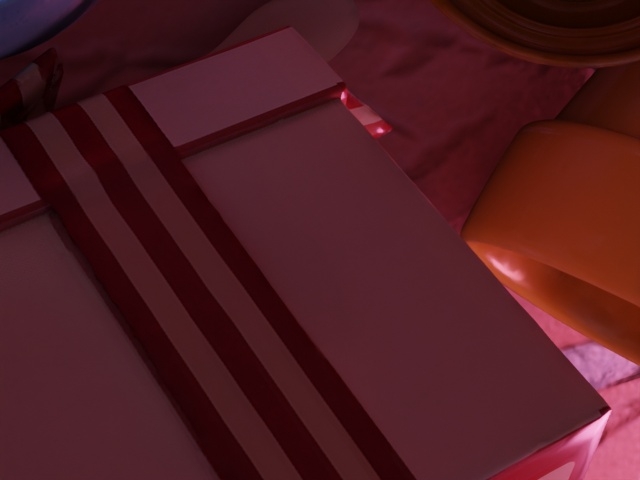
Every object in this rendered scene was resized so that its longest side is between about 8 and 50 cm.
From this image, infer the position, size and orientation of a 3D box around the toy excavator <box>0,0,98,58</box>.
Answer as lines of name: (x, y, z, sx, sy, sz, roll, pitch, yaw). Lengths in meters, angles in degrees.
toy excavator: (-0.100, -0.207, 0.539, 0.445, 0.222, 0.433, 10, 98, -10)

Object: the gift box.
gift box: (-0.048, 0.080, 0.591, 0.276, 0.258, 0.255, -22, 146, -28)

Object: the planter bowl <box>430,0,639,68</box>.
planter bowl: (0.148, -0.193, 0.772, 0.217, 0.090, 0.217, -1, 84, 8)

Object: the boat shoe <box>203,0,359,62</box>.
boat shoe: (-0.036, -0.103, 0.806, 0.133, 0.042, 0.049, -35, 89, -1)

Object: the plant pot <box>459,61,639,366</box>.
plant pot: (0.247, -0.041, 0.809, 0.254, 0.254, 0.239, 32, 84, -24)
